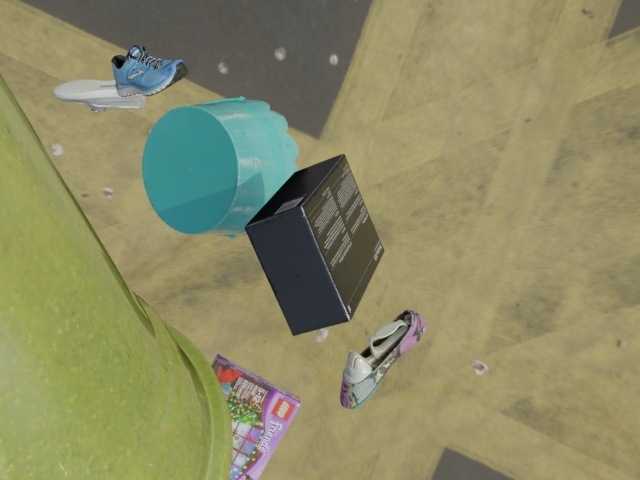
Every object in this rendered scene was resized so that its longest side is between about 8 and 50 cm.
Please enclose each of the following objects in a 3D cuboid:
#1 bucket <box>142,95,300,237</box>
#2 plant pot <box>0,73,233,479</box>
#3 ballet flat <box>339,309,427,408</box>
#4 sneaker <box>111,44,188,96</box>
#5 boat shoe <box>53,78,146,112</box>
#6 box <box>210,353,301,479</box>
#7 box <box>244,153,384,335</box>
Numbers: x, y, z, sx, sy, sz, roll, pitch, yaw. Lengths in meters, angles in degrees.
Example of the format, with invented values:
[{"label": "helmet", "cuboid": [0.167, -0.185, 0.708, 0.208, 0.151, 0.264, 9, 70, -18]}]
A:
[{"label": "bucket", "cuboid": [-0.195, -0.138, 1.688, 0.281, 0.183, 0.281, 4, 97, 33]}, {"label": "plant pot", "cuboid": [-0.199, 0.039, 0.398, 0.276, 0.276, 0.254, -8, 129, 3]}, {"label": "ballet flat", "cuboid": [0.101, 0.208, 1.604, 0.221, 0.077, 0.079, -45, 130, -1]}, {"label": "sneaker", "cuboid": [-0.276, -0.268, 1.373, 0.162, 0.063, 0.073, 2, 123, 39]}, {"label": "boat shoe", "cuboid": [-0.447, -0.291, 1.793, 0.184, 0.066, 0.063, -5, 127, -6]}, {"label": "box", "cuboid": [-0.198, 0.412, 1.835, 0.201, 0.057, 0.293, 29, 94, -8]}, {"label": "box", "cuboid": [0.000, 0.000, 1.345, 0.103, 0.261, 0.184, -20, 105, 22]}]
